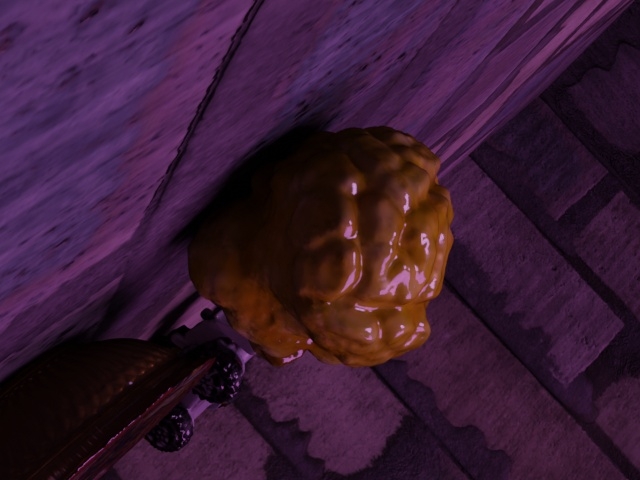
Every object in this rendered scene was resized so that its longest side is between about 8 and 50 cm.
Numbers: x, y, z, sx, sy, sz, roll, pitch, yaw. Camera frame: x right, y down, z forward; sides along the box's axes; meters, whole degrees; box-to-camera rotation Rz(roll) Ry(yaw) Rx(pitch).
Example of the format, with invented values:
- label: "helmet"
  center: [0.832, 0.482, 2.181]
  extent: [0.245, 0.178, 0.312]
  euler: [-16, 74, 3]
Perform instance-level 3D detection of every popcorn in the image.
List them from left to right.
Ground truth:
- label: "popcorn"
  center: [0.000, 0.000, 0.865]
  extent: [0.203, 0.226, 0.200]
  euler: [-6, 133, -2]

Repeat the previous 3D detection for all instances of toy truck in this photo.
- label: "toy truck"
  center: [-0.124, 0.126, 1.225]
  extent: [0.286, 0.111, 0.136]
  euler: [-47, 177, 38]

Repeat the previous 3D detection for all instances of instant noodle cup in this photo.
- label: "instant noodle cup"
  center: [-0.207, 0.150, 0.861]
  extent: [0.274, 0.091, 0.274]
  euler: [-42, 176, -3]
